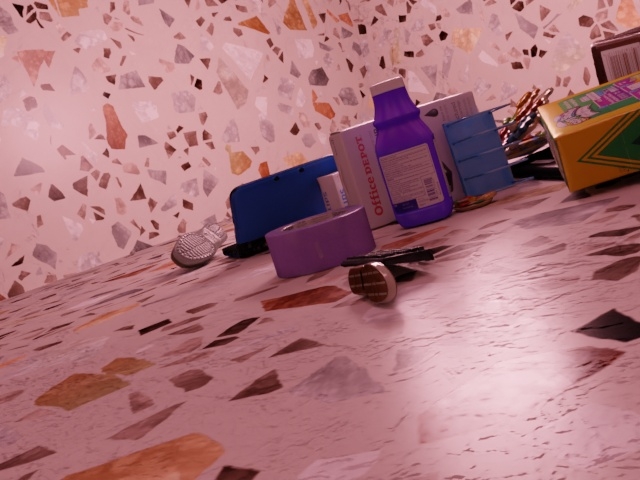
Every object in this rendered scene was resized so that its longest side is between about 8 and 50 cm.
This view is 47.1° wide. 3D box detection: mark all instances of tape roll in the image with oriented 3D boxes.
[{"bbox_3d":[0.000,0.000,1.328,0.189,0.080,0.189,-17,8,2],"label":"tape roll"}]

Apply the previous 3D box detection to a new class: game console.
[{"bbox_3d":[-0.105,-0.083,1.823,0.293,0.173,0.250,-21,8,-22],"label":"game console"},{"bbox_3d":[0.606,-0.197,1.561,0.342,0.060,0.386,-24,7,-4],"label":"game console"}]

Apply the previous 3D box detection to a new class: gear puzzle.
[{"bbox_3d":[0.463,-0.291,1.716,0.175,0.044,0.339,-49,2,39],"label":"gear puzzle"}]

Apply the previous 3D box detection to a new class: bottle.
[{"bbox_3d":[0.167,-0.170,1.419,0.118,0.282,0.092,-16,7,20],"label":"bottle"}]

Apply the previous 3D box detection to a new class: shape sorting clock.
[{"bbox_3d":[0.467,-0.227,1.792,0.206,0.040,0.206,-19,8,3],"label":"shape sorting clock"}]

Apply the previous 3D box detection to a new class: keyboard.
[{"bbox_3d":[0.103,0.022,1.048,0.108,0.023,0.180,-5,0,-15],"label":"keyboard"}]

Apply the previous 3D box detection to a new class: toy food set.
[{"bbox_3d":[0.298,-0.076,1.442,0.083,0.020,0.083,-20,8,-24],"label":"toy food set"}]

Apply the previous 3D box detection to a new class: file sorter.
[{"bbox_3d":[0.348,-0.183,1.504,0.118,0.170,0.104,-20,2,-18],"label":"file sorter"}]

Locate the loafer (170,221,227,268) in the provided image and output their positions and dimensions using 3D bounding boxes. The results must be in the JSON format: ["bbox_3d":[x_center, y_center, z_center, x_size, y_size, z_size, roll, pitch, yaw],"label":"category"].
[{"bbox_3d":[-0.321,0.029,1.926,0.087,0.094,0.251,-51,-4,22],"label":"loafer"}]

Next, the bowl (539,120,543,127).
[{"bbox_3d":[0.581,-0.278,1.677,0.170,0.080,0.170,-22,8,3],"label":"bowl"}]

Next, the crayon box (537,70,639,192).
[{"bbox_3d":[0.558,-0.217,1.282,0.313,0.106,0.363,-19,12,18],"label":"crayon box"}]

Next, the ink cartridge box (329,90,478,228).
[{"bbox_3d":[0.201,-0.175,1.612,0.308,0.223,0.129,-18,8,-8],"label":"ink cartridge box"}]

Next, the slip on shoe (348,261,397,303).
[{"bbox_3d":[0.073,0.051,0.909,0.041,0.051,0.135,-7,-2,-15],"label":"slip on shoe"}]

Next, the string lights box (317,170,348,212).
[{"bbox_3d":[0.131,-0.128,1.779,0.260,0.133,0.077,-22,9,-30],"label":"string lights box"}]

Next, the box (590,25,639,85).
[{"bbox_3d":[0.828,-0.447,1.642,0.382,0.143,0.191,-21,11,-15],"label":"box"}]
